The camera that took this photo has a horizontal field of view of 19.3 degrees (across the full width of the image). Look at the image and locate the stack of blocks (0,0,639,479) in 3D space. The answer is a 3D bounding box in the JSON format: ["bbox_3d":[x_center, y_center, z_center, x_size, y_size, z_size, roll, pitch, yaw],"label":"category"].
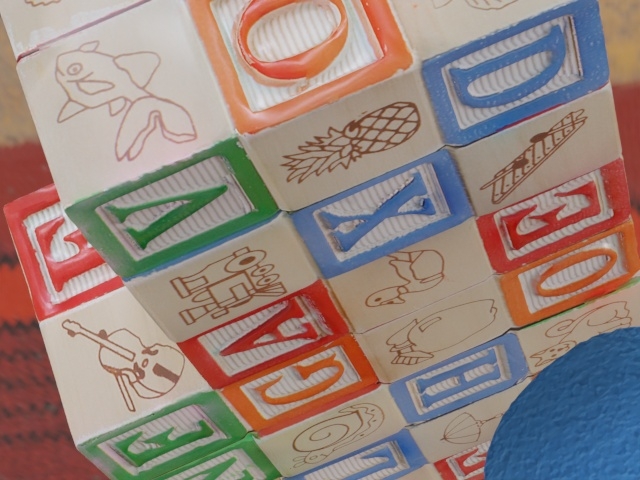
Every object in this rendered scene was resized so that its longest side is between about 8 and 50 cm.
[{"bbox_3d":[0.000,0.000,0.561,0.171,0.297,0.087,-23,64,2],"label":"stack of blocks"}]

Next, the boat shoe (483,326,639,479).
[{"bbox_3d":[0.117,0.123,0.390,0.109,0.089,0.258,-40,43,9],"label":"boat shoe"}]
